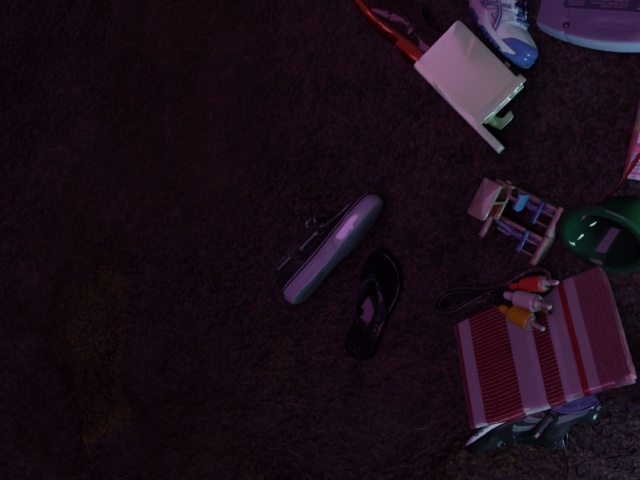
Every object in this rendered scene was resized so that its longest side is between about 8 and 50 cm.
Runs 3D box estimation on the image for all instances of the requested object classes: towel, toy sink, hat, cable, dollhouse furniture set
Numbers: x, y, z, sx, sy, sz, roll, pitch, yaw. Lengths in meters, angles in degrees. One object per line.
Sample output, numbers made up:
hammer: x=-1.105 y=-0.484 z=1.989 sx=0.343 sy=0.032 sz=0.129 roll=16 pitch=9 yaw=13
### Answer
towel: x=0.417 y=0.210 z=1.618 sx=0.329 sy=0.037 sz=0.237 roll=-26 pitch=50 yaw=30
toy sink: x=0.310 y=-0.298 z=1.634 sx=0.131 sy=0.153 sz=0.234 roll=-44 pitch=88 yaw=14
hat: x=0.568 y=-0.066 z=1.575 sx=0.173 sy=0.183 sz=0.208 roll=39 pitch=155 yaw=-5
cable: x=0.345 y=0.101 z=1.671 sx=0.287 sy=0.072 sz=0.139 roll=6 pitch=66 yaw=45
dollhouse furniture set: x=0.369 y=-0.032 z=1.611 sx=0.129 sy=0.184 sz=0.129 roll=32 pitch=107 yaw=26

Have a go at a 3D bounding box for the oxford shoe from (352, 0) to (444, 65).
oxford shoe: x=0.164 y=-0.468 z=1.786 sx=0.098 sy=0.097 sz=0.271 roll=-45 pitch=76 yaw=6

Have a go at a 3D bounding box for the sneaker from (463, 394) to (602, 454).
sneaker: x=0.412 y=0.368 z=1.650 sx=0.283 sy=0.107 sz=0.124 roll=-40 pitch=77 yaw=26

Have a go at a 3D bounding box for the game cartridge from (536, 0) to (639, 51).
game cartridge: x=0.554 y=-0.444 z=1.542 sx=0.294 sy=0.060 sz=0.196 roll=14 pitch=84 yaw=30

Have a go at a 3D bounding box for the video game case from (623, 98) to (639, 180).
video game case: x=0.675 y=-0.234 z=1.512 sx=0.204 sy=0.025 sz=0.285 roll=14 pitch=99 yaw=30

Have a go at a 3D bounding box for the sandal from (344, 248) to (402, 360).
sandal: x=0.113 y=0.145 z=1.847 sx=0.097 sy=0.054 sz=0.254 roll=18 pitch=101 yaw=29

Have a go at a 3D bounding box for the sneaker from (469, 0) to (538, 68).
sneaker: x=0.355 y=-0.479 z=1.646 sx=0.131 sy=0.112 sz=0.296 roll=-35 pitch=75 yaw=27

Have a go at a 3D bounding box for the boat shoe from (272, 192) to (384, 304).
boat shoe: x=0.000 y=0.000 z=1.871 sx=0.119 sy=0.121 sz=0.335 roll=50 pitch=117 yaw=15
